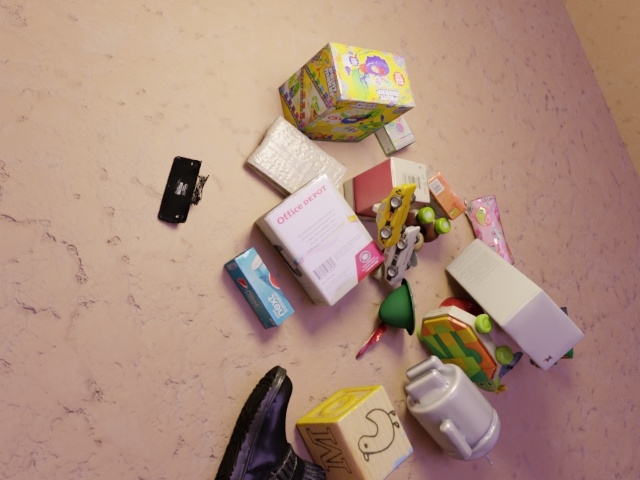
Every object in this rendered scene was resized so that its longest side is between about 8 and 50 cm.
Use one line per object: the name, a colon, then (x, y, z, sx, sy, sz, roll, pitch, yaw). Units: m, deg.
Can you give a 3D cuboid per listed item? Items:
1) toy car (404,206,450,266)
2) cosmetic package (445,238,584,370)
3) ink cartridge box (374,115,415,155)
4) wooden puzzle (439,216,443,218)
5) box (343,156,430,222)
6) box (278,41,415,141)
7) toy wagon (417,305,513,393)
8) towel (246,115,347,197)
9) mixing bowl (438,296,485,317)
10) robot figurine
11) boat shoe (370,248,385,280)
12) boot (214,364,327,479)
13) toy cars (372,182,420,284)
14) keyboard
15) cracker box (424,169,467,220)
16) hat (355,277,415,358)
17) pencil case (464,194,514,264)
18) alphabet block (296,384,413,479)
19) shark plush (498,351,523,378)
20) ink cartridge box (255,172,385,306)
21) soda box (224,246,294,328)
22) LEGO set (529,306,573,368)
toy car: (0.308, 0.005, 1.880, 0.149, 0.155, 0.188, 29, 70, -25)
cosmetic package: (0.593, 0.184, 1.836, 0.161, 0.453, 0.230, -44, 110, 8)
ink cartridge box: (0.232, -0.409, 2.007, 0.109, 0.062, 0.209, -30, 93, -37)
wooden puzzle: (0.448, -0.108, 2.083, 0.116, 0.014, 0.078, -46, 128, -39)
box: (0.201, -0.150, 1.792, 0.149, 0.232, 0.126, 7, 72, -34)
box: (0.078, -0.436, 1.768, 0.290, 0.279, 0.176, -4, 78, -37)
toy wagon: (0.459, 0.353, 1.793, 0.068, 0.267, 0.344, -42, 101, -35)
towel: (-0.064, -0.217, 1.721, 0.282, 0.049, 0.187, 37, 68, -20)
mixing bowl: (0.490, 0.271, 1.950, 0.182, 0.098, 0.181, 12, 68, -32)
robot figurine: (0.400, 0.514, 1.741, 0.353, 0.200, 0.300, 50, 24, -11)
boat shoe: (0.201, 0.072, 1.843, 0.045, 0.050, 0.135, 55, 53, -25)
boot: (-0.085, 0.513, 1.432, 0.260, 0.131, 0.347, 29, 70, -17)
toy cars: (0.214, -0.023, 1.703, 0.176, 0.087, 0.393, -51, 151, -22)
keyboard: (-0.355, -0.126, 1.521, 0.100, 0.038, 0.191, 13, 67, -7)
cracker box: (0.379, -0.155, 1.932, 0.067, 0.232, 0.155, -39, 101, 0)
hat: (0.181, 0.217, 1.760, 0.184, 0.208, 0.172, -5, 119, -2)
pencil case: (0.618, -0.026, 2.130, 0.124, 0.124, 0.283, -8, 80, -37)
alphabet block: (0.088, 0.515, 1.522, 0.192, 0.193, 0.197, -27, 92, -40)
shark plush: (0.645, 0.437, 2.026, 0.161, 0.067, 0.073, -22, 89, -38)
ink cartridge box: (0.000, 0.000, 1.632, 0.226, 0.131, 0.306, -38, 98, -19)
soda box: (-0.162, 0.128, 1.546, 0.071, 0.067, 0.210, -37, 98, -38)
LEGO set: (0.772, 0.335, 2.099, 0.331, 0.192, 0.254, -7, 88, -54)
